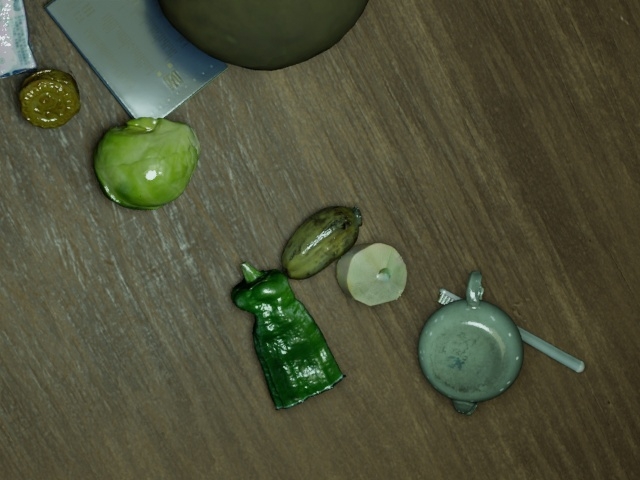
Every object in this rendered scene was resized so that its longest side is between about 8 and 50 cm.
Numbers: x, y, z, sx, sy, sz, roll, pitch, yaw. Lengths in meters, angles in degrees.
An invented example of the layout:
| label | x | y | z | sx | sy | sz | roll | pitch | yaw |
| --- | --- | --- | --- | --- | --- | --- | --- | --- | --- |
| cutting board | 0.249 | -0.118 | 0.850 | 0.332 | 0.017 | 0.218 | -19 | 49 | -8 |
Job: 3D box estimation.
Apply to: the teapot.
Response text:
| label | x | y | z | sx | sy | sz | roll | pitch | yaw |
| --- | --- | --- | --- | --- | --- | --- | --- | --- | --- |
| teapot | 0.276 | 0.199 | 1.880 | 0.193 | 0.129 | 0.295 | 5 | 100 | 12 |

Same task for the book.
| label | x | y | z | sx | sy | sz | roll | pitch | yaw |
| --- | --- | --- | --- | --- | --- | --- | --- | --- | --- |
| book | -0.313 | -0.346 | 1.756 | 0.191 | 0.025 | 0.269 | -40 | 102 | -9 |

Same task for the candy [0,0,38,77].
| label | x | y | z | sx | sy | sz | roll | pitch | yaw |
| --- | --- | --- | --- | --- | --- | --- | --- | --- | --- |
| candy | -0.511 | -0.347 | 1.667 | 0.073 | 0.092 | 0.160 | -11 | 98 | -9 |

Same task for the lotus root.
| label | x | y | z | sx | sy | sz | roll | pitch | yaw |
| --- | --- | --- | --- | --- | --- | --- | --- | --- | --- |
| lotus root | 0.000 | 0.000 | 1.831 | 0.179 | 0.080 | 0.089 | -38 | 115 | -6 |

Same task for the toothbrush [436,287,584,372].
| label | x | y | z | sx | sy | sz | roll | pitch | yaw |
| --- | --- | --- | --- | --- | --- | --- | --- | --- | --- |
| toothbrush | 0.369 | 0.175 | 1.970 | 0.342 | 0.025 | 0.030 | 26 | 93 | -15 |

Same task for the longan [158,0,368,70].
| label | x | y | z | sx | sy | sz | roll | pitch | yaw |
| --- | --- | --- | --- | --- | --- | --- | --- | --- | --- |
| longan | -0.091 | -0.474 | 1.656 | 0.404 | 0.336 | 0.405 | -3 | 80 | 20 |

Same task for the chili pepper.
| label | x | y | z | sx | sy | sz | roll | pitch | yaw |
| --- | --- | --- | --- | --- | --- | --- | --- | --- | --- |
| chili pepper | -0.073 | 0.156 | 1.809 | 0.136 | 0.099 | 0.271 | -21 | 99 | 22 |

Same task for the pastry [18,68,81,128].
| label | x | y | z | sx | sy | sz | roll | pitch | yaw |
| --- | --- | --- | --- | --- | --- | --- | --- | --- | --- |
| pastry | -0.447 | -0.235 | 1.692 | 0.109 | 0.057 | 0.097 | 18 | 121 | -34 |

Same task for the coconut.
| label | x | y | z | sx | sy | sz | roll | pitch | yaw |
| --- | --- | --- | --- | --- | --- | --- | --- | --- | --- |
| coconut | 0.095 | 0.061 | 1.838 | 0.116 | 0.122 | 0.116 | -1 | 92 | -15 |

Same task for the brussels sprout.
| label | x | y | z | sx | sy | sz | roll | pitch | yaw |
| --- | --- | --- | --- | --- | --- | --- | --- | --- | --- |
| brussels sprout | -0.288 | -0.124 | 1.725 | 0.183 | 0.131 | 0.146 | -8 | 73 | -15 |
